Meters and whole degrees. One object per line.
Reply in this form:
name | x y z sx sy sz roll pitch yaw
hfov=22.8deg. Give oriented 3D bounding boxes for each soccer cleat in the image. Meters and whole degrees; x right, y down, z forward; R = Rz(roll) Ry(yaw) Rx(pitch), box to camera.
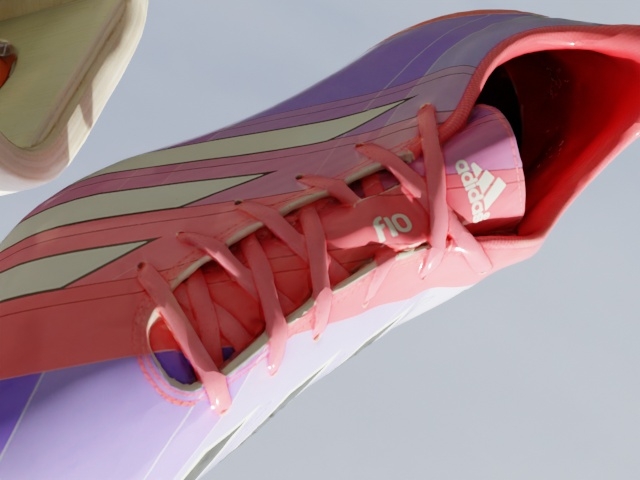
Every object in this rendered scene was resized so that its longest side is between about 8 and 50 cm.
soccer cleat | 0.000 0.000 0.420 0.248 0.095 0.083 -35 -74 -40

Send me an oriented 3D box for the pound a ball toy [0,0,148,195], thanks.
pound a ball toy | -0.170 -0.079 0.520 0.208 0.319 0.136 -71 -37 -50
